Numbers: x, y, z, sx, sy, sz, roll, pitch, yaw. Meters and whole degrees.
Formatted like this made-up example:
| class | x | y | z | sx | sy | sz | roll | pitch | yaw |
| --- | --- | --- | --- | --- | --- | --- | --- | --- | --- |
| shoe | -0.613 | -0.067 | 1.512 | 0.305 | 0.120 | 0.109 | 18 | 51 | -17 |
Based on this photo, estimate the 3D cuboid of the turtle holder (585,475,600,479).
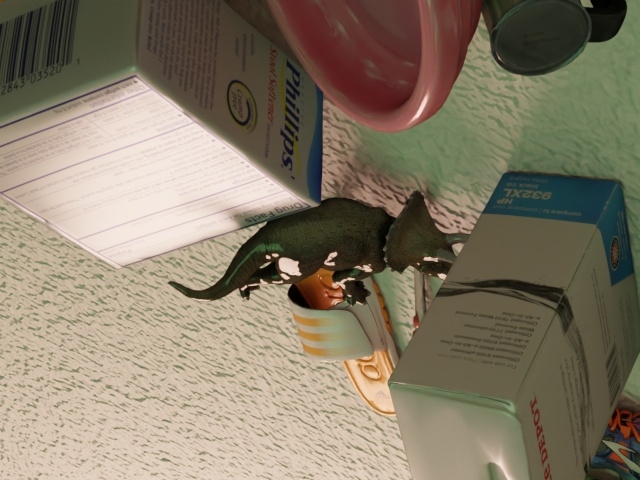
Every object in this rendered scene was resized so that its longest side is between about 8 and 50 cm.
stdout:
| class | x | y | z | sx | sy | sz | roll | pitch | yaw |
| --- | --- | --- | --- | --- | --- | --- | --- | --- | --- |
| turtle holder | 0.322 | 0.413 | 1.795 | 0.320 | 0.243 | 0.227 | 11 | 147 | -1 |

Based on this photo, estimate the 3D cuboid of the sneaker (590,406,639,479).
| class | x | y | z | sx | sy | sz | roll | pitch | yaw |
| --- | --- | --- | --- | --- | --- | --- | --- | --- | --- |
| sneaker | 0.331 | 0.211 | 1.705 | 0.221 | 0.083 | 0.087 | 35 | 127 | -10 |

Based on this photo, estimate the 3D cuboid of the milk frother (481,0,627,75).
| class | x | y | z | sx | sy | sz | roll | pitch | yaw |
| --- | --- | --- | --- | --- | --- | --- | --- | --- | --- |
| milk frother | 0.186 | -0.235 | 1.294 | 0.129 | 0.135 | 0.143 | -11 | 137 | -1 |

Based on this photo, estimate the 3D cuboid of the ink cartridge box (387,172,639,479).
| class | x | y | z | sx | sy | sz | roll | pitch | yaw |
| --- | --- | --- | --- | --- | --- | --- | --- | --- | --- |
| ink cartridge box | 0.195 | 0.117 | 1.507 | 0.129 | 0.307 | 0.223 | 8 | 134 | 27 |

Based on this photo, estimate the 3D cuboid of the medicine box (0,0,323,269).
| class | x | y | z | sx | sy | sz | roll | pitch | yaw |
| --- | --- | --- | --- | --- | --- | --- | --- | --- | --- |
| medicine box | -0.182 | -0.119 | 1.534 | 0.263 | 0.149 | 0.289 | -17 | 147 | 30 |

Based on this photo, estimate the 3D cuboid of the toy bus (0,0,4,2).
| class | x | y | z | sx | sy | sz | roll | pitch | yaw |
| --- | --- | --- | --- | --- | --- | --- | --- | --- | --- |
| toy bus | -0.253 | -0.256 | 1.587 | 0.130 | 0.108 | 0.332 | 40 | 140 | -12 |

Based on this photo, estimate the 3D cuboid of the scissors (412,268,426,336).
| class | x | y | z | sx | sy | sz | roll | pitch | yaw |
| --- | --- | --- | --- | --- | --- | --- | --- | --- | --- |
| scissors | 0.108 | 0.100 | 1.760 | 0.021 | 0.109 | 0.297 | -12 | 111 | -7 |

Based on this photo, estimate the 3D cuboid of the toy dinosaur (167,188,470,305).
| class | x | y | z | sx | sy | sz | roll | pitch | yaw |
| --- | --- | --- | --- | --- | --- | --- | --- | --- | --- |
| toy dinosaur | 0.000 | 0.000 | 1.622 | 0.313 | 0.121 | 0.160 | 3 | 153 | -18 |

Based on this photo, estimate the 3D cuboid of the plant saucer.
| class | x | y | z | sx | sy | sz | roll | pitch | yaw |
| --- | --- | --- | --- | --- | --- | --- | --- | --- | --- |
| plant saucer | 0.033 | -0.256 | 1.324 | 0.332 | 0.084 | 0.332 | 52 | 157 | 33 |

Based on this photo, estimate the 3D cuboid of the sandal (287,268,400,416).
| class | x | y | z | sx | sy | sz | roll | pitch | yaw |
| --- | --- | --- | --- | --- | --- | --- | --- | --- | --- |
| sandal | 0.033 | 0.122 | 1.800 | 0.102 | 0.076 | 0.265 | -4 | 128 | 36 |
